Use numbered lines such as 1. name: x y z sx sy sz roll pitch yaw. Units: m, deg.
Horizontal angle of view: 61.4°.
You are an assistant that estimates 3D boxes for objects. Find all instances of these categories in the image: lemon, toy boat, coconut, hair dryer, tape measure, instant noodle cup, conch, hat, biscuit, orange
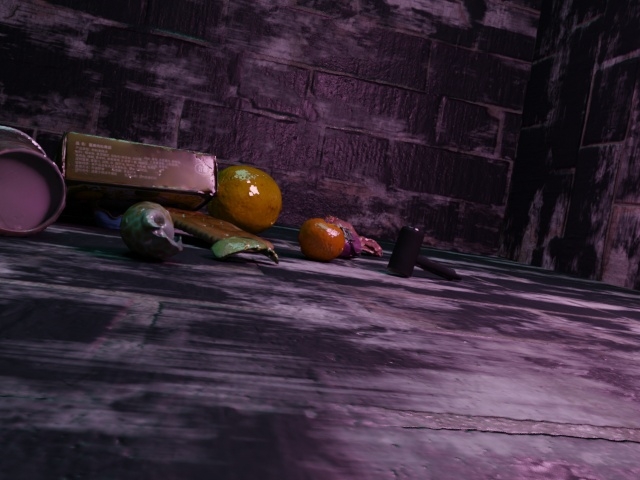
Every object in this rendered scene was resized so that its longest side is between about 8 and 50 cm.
1. lemon: -0.275 -0.144 1.987 0.310 0.258 0.258 9 3 -42
2. toy boat: -0.544 -0.068 1.500 0.185 0.077 0.075 7 5 -36
3. coconut: -0.178 0.019 1.220 0.133 0.055 0.158 14 4 37
4. hair dryer: 0.304 0.054 1.490 0.255 0.128 0.070 19 -3 -31
5. tape measure: 0.071 0.009 1.699 0.118 0.074 0.125 14 26 -38
6. instant noodle cup: -0.631 -0.115 1.086 0.217 0.217 0.207 6 11 -43
7. conch: -0.330 -0.015 1.037 0.116 0.106 0.173 36 3 -44
8. hat: 0.082 -0.020 2.042 0.236 0.107 0.286 23 10 -35
9. biscuit: -0.304 -0.035 1.487 0.325 0.044 0.217 22 10 31
10. orange: 0.001 0.001 1.503 0.135 0.117 0.135 25 18 -8

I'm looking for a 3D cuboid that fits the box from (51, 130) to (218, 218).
1. box: -0.561 -0.160 1.566 0.420 0.138 0.373 4 -14 -33
